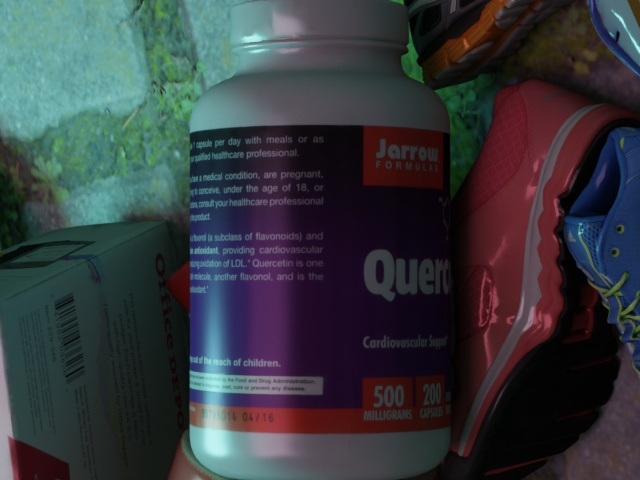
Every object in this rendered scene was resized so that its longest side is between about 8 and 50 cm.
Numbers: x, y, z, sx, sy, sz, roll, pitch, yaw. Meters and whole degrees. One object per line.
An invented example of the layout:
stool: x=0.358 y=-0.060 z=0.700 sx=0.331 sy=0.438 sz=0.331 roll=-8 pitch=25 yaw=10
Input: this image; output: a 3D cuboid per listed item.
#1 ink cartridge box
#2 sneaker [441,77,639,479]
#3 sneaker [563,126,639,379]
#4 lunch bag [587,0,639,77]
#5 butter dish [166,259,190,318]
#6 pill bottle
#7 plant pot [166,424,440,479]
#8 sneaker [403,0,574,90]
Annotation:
ink cartridge box: x=-0.225 y=0.123 z=1.610 sx=0.131 sy=0.306 sz=0.226 roll=-3 pitch=100 yaw=20
sneaker: x=0.142 y=0.030 z=1.406 sx=0.136 sy=0.116 sz=0.313 roll=39 pitch=122 yaw=44
sneaker: x=0.208 y=0.034 z=1.286 sx=0.091 sy=0.126 sz=0.240 roll=-163 pitch=80 yaw=-76
lunch bag: x=0.301 y=-0.190 z=1.164 sx=0.243 sy=0.115 sz=0.303 roll=50 pitch=132 yaw=24
butter dish: x=-0.020 y=0.039 z=1.545 sx=0.160 sy=0.118 sz=0.160 roll=41 pitch=161 yaw=-6
pill bottle: x=0.000 y=0.000 z=1.367 sx=0.181 sy=0.181 sz=0.322 roll=0 pitch=90 yaw=44
plant pot: x=-0.020 y=0.267 z=1.503 sx=0.275 sy=0.275 sz=0.243 roll=22 pitch=113 yaw=38
sneaker: x=0.125 y=-0.185 z=1.358 sx=0.215 sy=0.084 sz=0.083 roll=-38 pitch=71 yaw=44
